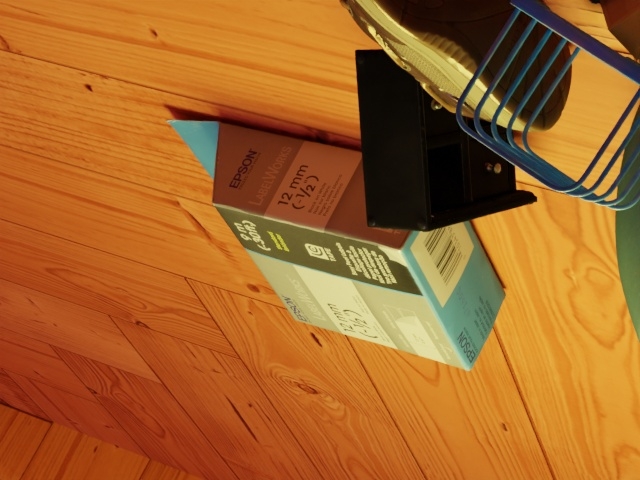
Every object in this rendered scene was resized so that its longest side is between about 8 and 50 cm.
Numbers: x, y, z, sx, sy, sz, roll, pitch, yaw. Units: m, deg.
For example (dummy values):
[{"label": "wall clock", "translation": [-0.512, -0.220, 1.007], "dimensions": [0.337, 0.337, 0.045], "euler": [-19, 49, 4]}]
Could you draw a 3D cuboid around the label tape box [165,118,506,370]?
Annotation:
[{"label": "label tape box", "translation": [0.000, 0.000, 1.759], "dimensions": [0.347, 0.115, 0.249], "euler": [12, 153, 30]}]

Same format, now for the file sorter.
[{"label": "file sorter", "translation": [0.187, -0.094, 1.181], "dimensions": [0.118, 0.104, 0.170], "euler": [37, -168, 22]}]

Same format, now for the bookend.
[{"label": "bookend", "translation": [0.113, -0.098, 1.439], "dimensions": [0.072, 0.156, 0.157], "euler": [5, -167, 44]}]

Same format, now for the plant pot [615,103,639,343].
[{"label": "plant pot", "translation": [0.354, 0.024, 1.289], "dimensions": [0.290, 0.195, 0.290], "euler": [23, 157, 10]}]

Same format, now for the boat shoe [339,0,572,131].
[{"label": "boat shoe", "translation": [0.060, -0.196, 1.255], "dimensions": [0.123, 0.123, 0.342], "euler": [5, 156, 46]}]

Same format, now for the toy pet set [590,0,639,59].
[{"label": "toy pet set", "translation": [0.259, -0.181, 1.162], "dimensions": [0.114, 0.065, 0.122], "euler": [-33, 127, 25]}]
